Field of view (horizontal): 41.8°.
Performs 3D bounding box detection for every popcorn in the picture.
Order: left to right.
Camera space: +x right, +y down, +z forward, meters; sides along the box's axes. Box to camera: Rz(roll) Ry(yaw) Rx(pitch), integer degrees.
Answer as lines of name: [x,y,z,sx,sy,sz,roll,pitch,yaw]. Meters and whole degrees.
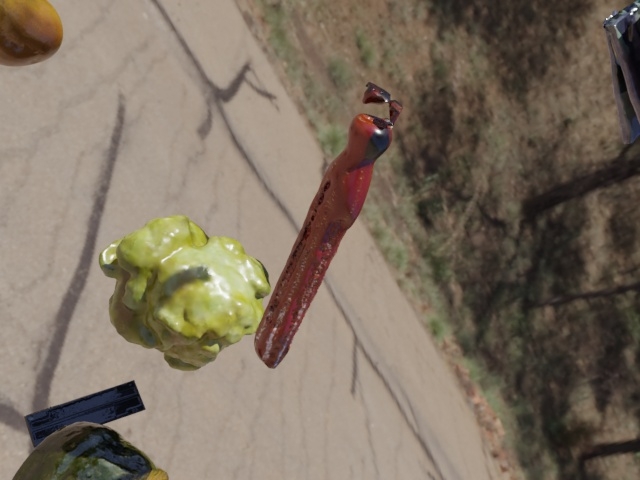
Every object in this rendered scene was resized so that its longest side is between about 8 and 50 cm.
popcorn: [-0.220,0.086,1.307,0.235,0.250,0.242,-31,83,-37]

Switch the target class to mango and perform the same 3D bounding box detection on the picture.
mango: [-0.390,-0.275,1.043,0.084,0.105,0.159,52,1,19]

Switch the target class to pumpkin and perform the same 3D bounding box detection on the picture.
pumpkin: [-0.287,0.359,1.080,0.190,0.139,0.281,-55,156,-28]

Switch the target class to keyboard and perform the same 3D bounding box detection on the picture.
keyboard: [-0.410,0.300,1.463,0.064,0.198,0.010,62,-29,24]

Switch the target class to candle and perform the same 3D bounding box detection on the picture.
candle: [0.000,0.000,0.851,0.048,0.329,0.051,25,25,1]

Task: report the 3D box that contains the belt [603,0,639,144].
belt: [0.387,-0.138,0.625,0.207,0.294,0.161,-98,163,-59]
